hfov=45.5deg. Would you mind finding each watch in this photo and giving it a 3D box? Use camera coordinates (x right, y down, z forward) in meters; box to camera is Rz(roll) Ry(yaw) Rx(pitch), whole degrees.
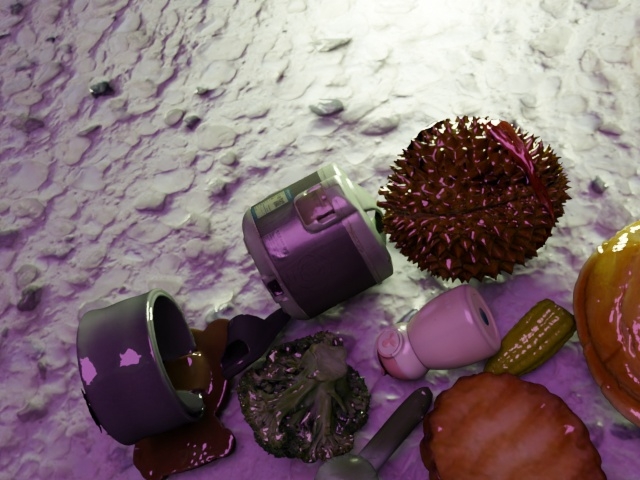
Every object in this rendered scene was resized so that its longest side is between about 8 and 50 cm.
[{"bbox_3d":[-0.331,0.278,1.523,0.314,0.327,0.335,-20,62,7],"label":"watch"}]

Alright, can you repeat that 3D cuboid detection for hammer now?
[{"bbox_3d":[0.114,0.404,1.438,0.119,0.206,0.335,37,61,20],"label":"hammer"}]

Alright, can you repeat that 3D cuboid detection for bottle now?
[{"bbox_3d":[0.216,0.195,1.489,0.237,0.147,0.147,-28,59,21],"label":"bottle"}]

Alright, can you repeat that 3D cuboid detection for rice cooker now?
[{"bbox_3d":[0.002,-0.003,1.586,0.277,0.288,0.288,-29,60,6],"label":"rice cooker"}]

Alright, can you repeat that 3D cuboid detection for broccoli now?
[{"bbox_3d":[-0.028,0.299,1.488,0.269,0.241,0.261,7,50,-30],"label":"broccoli"}]

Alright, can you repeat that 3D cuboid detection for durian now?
[{"bbox_3d":[0.300,-0.083,1.502,0.385,0.347,0.347,-3,63,-3],"label":"durian"}]

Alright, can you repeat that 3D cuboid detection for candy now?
[{"bbox_3d":[0.400,0.204,1.481,0.209,0.097,0.096,-42,61,1],"label":"candy"}]

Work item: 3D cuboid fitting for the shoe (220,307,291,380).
[{"bbox_3d":[-0.151,0.193,1.577,0.108,0.241,0.093,-38,95,33],"label":"shoe"}]

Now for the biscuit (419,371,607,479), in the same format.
[{"bbox_3d":[0.333,0.388,1.355,0.326,0.107,0.325,6,47,-7],"label":"biscuit"}]

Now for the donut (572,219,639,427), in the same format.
[{"bbox_3d":[0.678,0.146,1.366,0.449,0.198,0.448,-5,63,10],"label":"donut"}]
